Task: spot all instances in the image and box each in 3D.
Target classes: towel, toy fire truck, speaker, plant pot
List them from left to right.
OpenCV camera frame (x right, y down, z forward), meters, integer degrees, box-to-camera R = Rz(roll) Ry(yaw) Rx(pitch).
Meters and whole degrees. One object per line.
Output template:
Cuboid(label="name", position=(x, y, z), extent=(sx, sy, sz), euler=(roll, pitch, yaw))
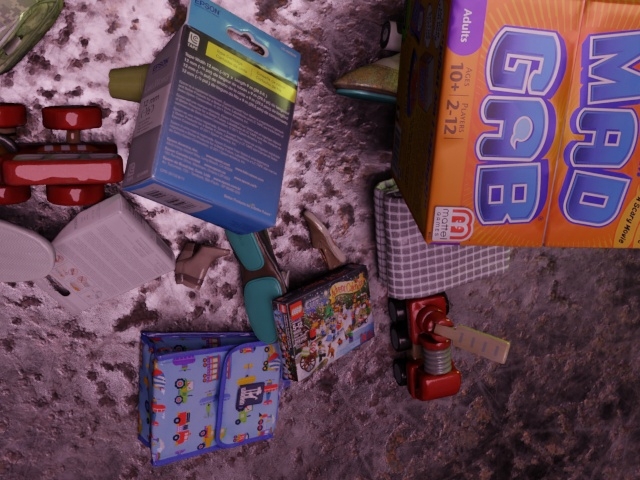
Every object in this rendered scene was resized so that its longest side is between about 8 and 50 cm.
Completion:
Cuboid(label="toy fire truck", position=(-0.477, -0.132, 1.235), extent=(0.302, 0.254, 0.169), euler=(-1, 103, -14))
Cuboid(label="plant pot", position=(-0.331, -0.276, 1.336), extent=(0.079, 0.083, 0.083), euler=(1, 103, -3))
Cuboid(label="speaker", position=(0.187, -0.383, 1.451), extent=(0.136, 0.055, 0.055), euler=(6, 102, -15))
Cuboid(label="toy fire truck", position=(0.254, 0.225, 1.513), extent=(0.158, 0.246, 0.217), euler=(-8, 105, -12))
Cuboid(label="towel", position=(0.253, -0.021, 1.504), extent=(0.283, 0.121, 0.235), euler=(-13, 117, -12))

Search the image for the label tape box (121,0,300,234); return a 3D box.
Cuboid(label="label tape box", position=(-0.179, -0.213, 1.314), extent=(0.249, 0.115, 0.348), euler=(22, 66, -37))

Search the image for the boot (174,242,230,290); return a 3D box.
Cuboid(label="boot", position=(-0.226, 0.051, 1.430), extent=(0.042, 0.118, 0.087), euler=(20, 79, -55))

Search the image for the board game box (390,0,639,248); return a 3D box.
Cuboid(label="board game box", position=(0.325, -0.218, 1.207), extent=(0.356, 0.356, 0.357), euler=(1, 112, -4))

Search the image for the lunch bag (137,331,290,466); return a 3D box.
Cuboid(label="lunch bag", position=(-0.201, 0.296, 1.494), extent=(0.293, 0.138, 0.221), euler=(-2, 103, -27))

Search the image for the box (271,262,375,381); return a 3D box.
Cuboid(label="box", position=(0.011, 0.155, 1.478), extent=(0.233, 0.044, 0.159), euler=(-23, 112, -43))

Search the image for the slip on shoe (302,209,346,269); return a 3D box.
Cuboid(label="slip on shoe", position=(0.000, 0.000, 1.499), extent=(0.041, 0.051, 0.135), euler=(-38, 117, -6))

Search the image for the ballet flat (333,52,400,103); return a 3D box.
Cuboid(label="ballet flat", position=(0.190, -0.299, 1.443), extent=(0.348, 0.123, 0.123), euler=(10, 101, -21))

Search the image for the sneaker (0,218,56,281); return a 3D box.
Cuboid(label="sneaker", position=(-0.570, -0.015, 1.279), extent=(0.292, 0.169, 0.108), euler=(9, 110, 0))

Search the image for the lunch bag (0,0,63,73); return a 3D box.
Cuboid(label="lunch bag", position=(-0.569, -0.402, 1.145), extent=(0.305, 0.256, 0.212), euler=(42, 90, -19))

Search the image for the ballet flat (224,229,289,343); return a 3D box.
Cuboid(label="ballet flat", position=(-0.107, 0.056, 1.456), extent=(0.095, 0.096, 0.280), euler=(-7, 105, 26))

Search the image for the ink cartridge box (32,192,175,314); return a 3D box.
Cuboid(label="ink cartridge box", position=(-0.406, 0.031, 1.373), extent=(0.224, 0.056, 0.181), euler=(-23, 136, 10))
